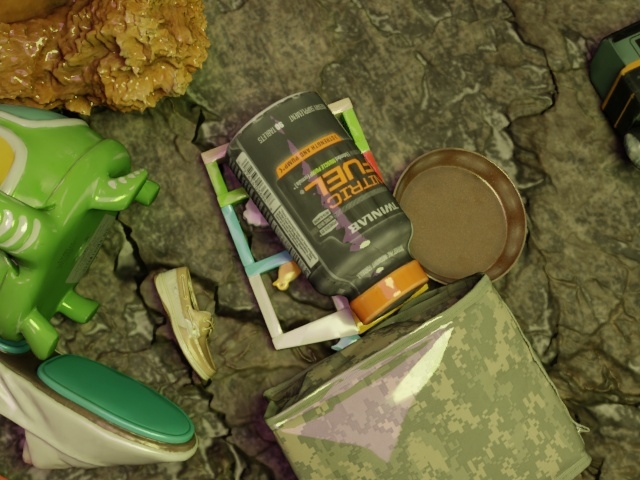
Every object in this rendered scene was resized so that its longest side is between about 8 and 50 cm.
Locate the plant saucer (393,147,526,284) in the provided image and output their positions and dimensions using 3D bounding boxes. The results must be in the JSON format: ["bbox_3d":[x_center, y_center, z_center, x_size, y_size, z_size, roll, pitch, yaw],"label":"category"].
[{"bbox_3d":[0.158,-0.025,1.121,0.168,0.029,0.169,3,76,-14],"label":"plant saucer"}]

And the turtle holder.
[{"bbox_3d":[-0.326,-0.018,0.974,0.227,0.320,0.243,30,117,-2],"label":"turtle holder"}]

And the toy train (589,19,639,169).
[{"bbox_3d":[0.483,-0.206,1.126,0.333,0.142,0.190,-26,73,-6],"label":"toy train"}]

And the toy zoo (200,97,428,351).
[{"bbox_3d":[0.000,0.000,1.127,0.192,0.030,0.293,-22,83,-5],"label":"toy zoo"}]

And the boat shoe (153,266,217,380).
[{"bbox_3d":[-0.146,0.092,1.098,0.045,0.050,0.135,-25,82,0],"label":"boat shoe"}]

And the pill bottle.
[{"bbox_3d":[0.013,-0.030,1.044,0.130,0.130,0.246,-34,80,-6],"label":"pill bottle"}]

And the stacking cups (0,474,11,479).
[{"bbox_3d":[-0.462,0.239,1.041,0.316,0.096,0.096,25,81,3],"label":"stacking cups"}]

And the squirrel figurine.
[{"bbox_3d":[-0.247,-0.327,1.084,0.370,0.281,0.397,-14,90,-15],"label":"squirrel figurine"}]

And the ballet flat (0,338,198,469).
[{"bbox_3d":[-0.325,0.169,1.055,0.400,0.139,0.139,27,81,7],"label":"ballet flat"}]

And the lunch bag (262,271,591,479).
[{"bbox_3d":[0.115,0.197,1.019,0.287,0.169,0.235,-30,94,-1],"label":"lunch bag"}]
